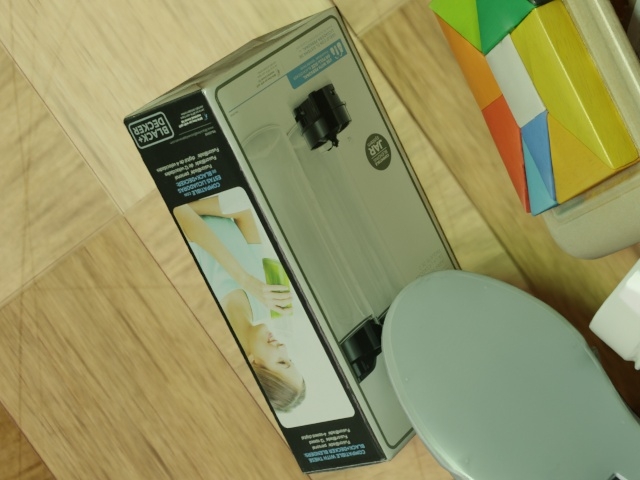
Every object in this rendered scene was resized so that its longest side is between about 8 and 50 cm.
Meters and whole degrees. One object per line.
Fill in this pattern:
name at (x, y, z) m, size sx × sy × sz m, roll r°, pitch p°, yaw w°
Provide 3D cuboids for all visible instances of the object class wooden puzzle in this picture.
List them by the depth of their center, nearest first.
wooden puzzle at (0.133, -0.100, 1.008) m, size 0.239 × 0.044 × 0.221 m, roll 60°, pitch 166°, yaw 3°

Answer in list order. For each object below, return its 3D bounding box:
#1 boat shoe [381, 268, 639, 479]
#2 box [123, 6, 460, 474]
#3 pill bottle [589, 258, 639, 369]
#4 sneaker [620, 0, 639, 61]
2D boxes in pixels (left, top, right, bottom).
boat shoe at (0.189, 0.172, 1.129) m, size 0.367 × 0.136 × 0.156 m, roll 39°, pitch 165°, yaw 18°
box at (0.000, 0.000, 1.186) m, size 0.087 × 0.169 × 0.290 m, roll -15°, pitch 105°, yaw 41°
pill bottle at (0.288, 0.089, 1.032) m, size 0.229 × 0.131 × 0.131 m, roll 40°, pitch 135°, yaw 12°
sneaker at (0.268, -0.155, 0.916) m, size 0.153 × 0.099 × 0.282 m, roll 31°, pitch 129°, yaw 22°
